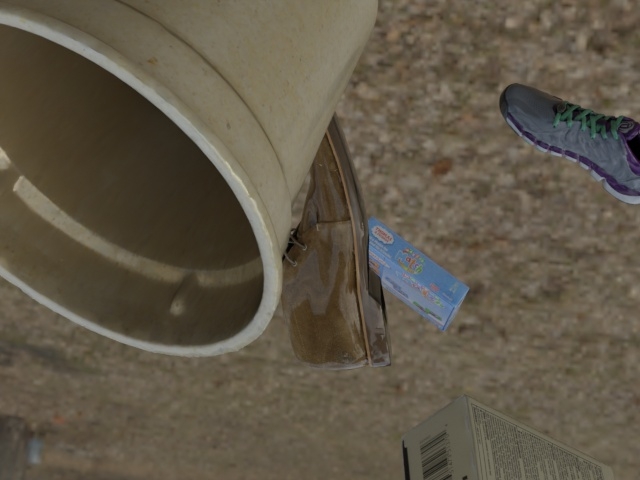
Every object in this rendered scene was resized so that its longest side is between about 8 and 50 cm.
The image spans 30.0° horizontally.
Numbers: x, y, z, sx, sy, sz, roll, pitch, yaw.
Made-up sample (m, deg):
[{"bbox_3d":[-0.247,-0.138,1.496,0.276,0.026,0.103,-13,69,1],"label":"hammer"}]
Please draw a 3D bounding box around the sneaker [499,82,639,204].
[{"bbox_3d":[0.325,-0.137,1.427,0.224,0.083,0.098,31,146,-5],"label":"sneaker"}]

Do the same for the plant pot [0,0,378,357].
[{"bbox_3d":[-0.114,-0.134,0.930,0.334,0.305,0.334,20,144,16],"label":"plant pot"}]

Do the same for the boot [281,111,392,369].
[{"bbox_3d":[0.000,0.000,1.294,0.115,0.305,0.112,-7,-166,7],"label":"boot"}]

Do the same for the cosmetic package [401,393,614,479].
[{"bbox_3d":[0.259,0.341,1.588,0.296,0.153,0.129,29,128,-29],"label":"cosmetic package"}]

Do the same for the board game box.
[{"bbox_3d":[0.123,0.050,1.646,0.160,0.039,0.211,37,172,9],"label":"board game box"}]
